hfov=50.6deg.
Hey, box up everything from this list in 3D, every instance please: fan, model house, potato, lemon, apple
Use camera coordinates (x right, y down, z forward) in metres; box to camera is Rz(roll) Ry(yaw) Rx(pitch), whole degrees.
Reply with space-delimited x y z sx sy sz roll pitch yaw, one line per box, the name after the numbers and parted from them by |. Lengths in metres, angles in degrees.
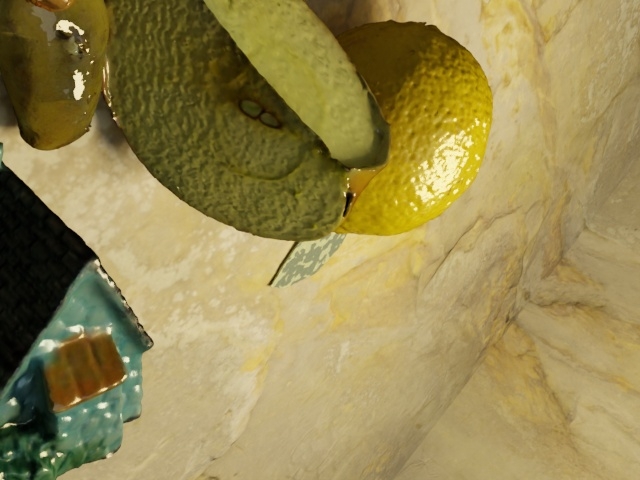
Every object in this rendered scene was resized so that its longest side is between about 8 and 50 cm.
0.000 0.000 1.167 0.240 0.009 0.131 -48 148 -12 | fan
-0.288 0.055 0.595 0.226 0.261 0.241 -16 132 -46 | model house
-0.246 -0.167 0.622 0.105 0.085 0.188 -17 137 -38 | potato
0.088 -0.142 0.917 0.268 0.268 0.321 10 105 -56 | lemon
-0.083 -0.160 0.719 0.254 0.179 0.346 -48 110 -11 | apple

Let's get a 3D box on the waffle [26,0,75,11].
-0.206 -0.348 0.445 0.224 0.098 0.327 21 95 -48 | waffle
